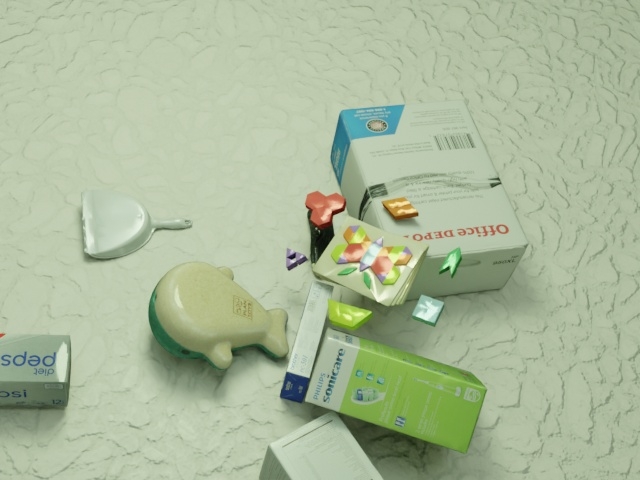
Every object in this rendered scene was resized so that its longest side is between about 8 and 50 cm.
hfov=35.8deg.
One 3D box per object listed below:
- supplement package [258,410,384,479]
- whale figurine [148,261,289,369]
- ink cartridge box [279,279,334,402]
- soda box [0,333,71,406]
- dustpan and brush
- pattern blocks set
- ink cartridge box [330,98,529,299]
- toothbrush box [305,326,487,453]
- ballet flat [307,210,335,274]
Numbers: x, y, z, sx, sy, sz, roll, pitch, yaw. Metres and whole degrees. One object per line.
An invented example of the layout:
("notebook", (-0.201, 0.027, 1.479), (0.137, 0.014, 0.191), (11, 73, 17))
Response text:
("supplement package", (0.024, 0.431, 1.625), (0.139, 0.133, 0.244), (-23, 61, -26))
("whale figurine", (-0.189, 0.151, 1.816), (0.272, 0.141, 0.216), (19, 48, -29))
("ink cartridge box", (-0.025, 0.185, 1.825), (0.046, 0.097, 0.207), (16, 51, 1))
("soda box", (-0.569, 0.217, 1.669), (0.286, 0.091, 0.098), (3, 53, -11))
("dustpan and brush", (-0.359, -0.036, 1.955), (0.211, 0.060, 0.147), (-6, 66, -9))
("pattern blocks set", (0.093, 0.035, 1.829), (0.325, 0.026, 0.285), (10, 62, 17))
("ink cartridge box", (0.211, -0.085, 2.034), (0.286, 0.166, 0.394), (-7, 55, -15))
("toothbrush box", (0.127, 0.254, 1.722), (0.283, 0.206, 0.122), (19, 90, 1))
("ballet flat", (0.000, 0.000, 2.013), (0.057, 0.049, 0.173), (22, 52, -31))
